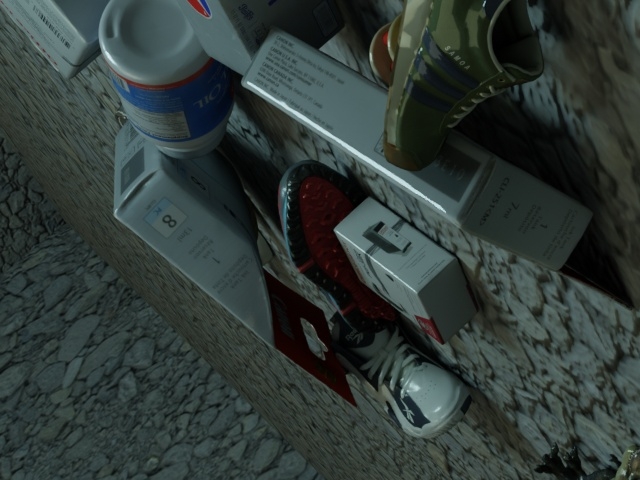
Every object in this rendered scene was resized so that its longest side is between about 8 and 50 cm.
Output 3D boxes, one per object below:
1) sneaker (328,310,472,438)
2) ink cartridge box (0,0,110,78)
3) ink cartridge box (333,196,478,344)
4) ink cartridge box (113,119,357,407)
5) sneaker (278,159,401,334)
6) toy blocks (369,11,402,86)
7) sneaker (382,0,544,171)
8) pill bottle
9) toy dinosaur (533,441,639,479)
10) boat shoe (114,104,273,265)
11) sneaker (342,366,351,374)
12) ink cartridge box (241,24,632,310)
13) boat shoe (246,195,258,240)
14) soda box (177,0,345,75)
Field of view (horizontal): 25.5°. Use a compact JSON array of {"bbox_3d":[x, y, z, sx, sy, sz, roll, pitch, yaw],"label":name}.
[{"bbox_3d":[0.080,0.144,1.718,0.153,0.094,0.235,45,-179,-25],"label":"sneaker"},{"bbox_3d":[-0.302,-0.309,1.618,0.197,0.114,0.273,50,167,-8],"label":"ink cartridge box"},{"bbox_3d":[0.086,0.030,1.438,0.135,0.056,0.099,38,164,40],"label":"ink cartridge box"},{"bbox_3d":[-0.089,0.008,1.759,0.385,0.091,0.308,40,-170,-19],"label":"ink cartridge box"},{"bbox_3d":[0.000,0.000,1.542,0.125,0.104,0.262,41,165,41],"label":"sneaker"},{"bbox_3d":[0.044,-0.163,1.001,0.123,0.054,0.148,49,168,-6],"label":"toy blocks"},{"bbox_3d":[0.093,-0.107,0.876,0.086,0.064,0.192,21,137,14],"label":"sneaker"},{"bbox_3d":[-0.155,-0.173,1.503,0.124,0.124,0.221,45,168,17],"label":"pill bottle"},{"bbox_3d":[0.285,0.256,1.440,0.118,0.064,0.268,35,167,25],"label":"toy dinosaur"},{"bbox_3d":[-0.197,-0.066,2.033,0.324,0.096,0.116,54,167,-23],"label":"boat shoe"},{"bbox_3d":[0.037,0.145,1.920,0.063,0.073,0.162,50,168,-8],"label":"sneaker"},{"bbox_3d":[0.102,-0.057,1.101,0.239,0.060,0.275,21,-169,-45],"label":"ink cartridge box"},{"bbox_3d":[-0.143,-0.062,1.955,0.178,0.064,0.060,60,170,-19],"label":"boat shoe"},{"bbox_3d":[-0.088,-0.255,1.090,0.098,0.091,0.286,35,162,44],"label":"soda box"}]
